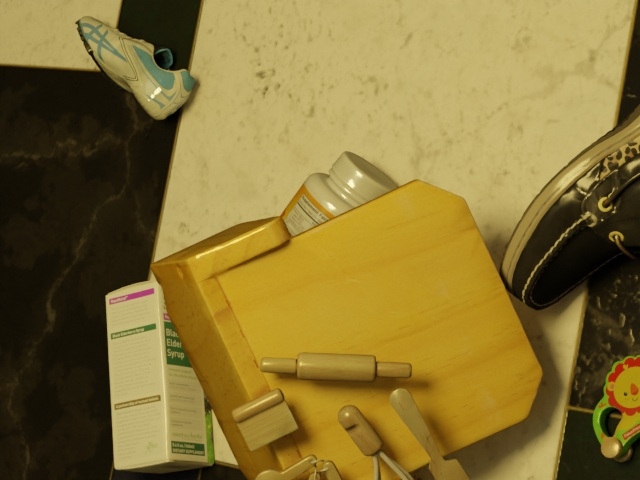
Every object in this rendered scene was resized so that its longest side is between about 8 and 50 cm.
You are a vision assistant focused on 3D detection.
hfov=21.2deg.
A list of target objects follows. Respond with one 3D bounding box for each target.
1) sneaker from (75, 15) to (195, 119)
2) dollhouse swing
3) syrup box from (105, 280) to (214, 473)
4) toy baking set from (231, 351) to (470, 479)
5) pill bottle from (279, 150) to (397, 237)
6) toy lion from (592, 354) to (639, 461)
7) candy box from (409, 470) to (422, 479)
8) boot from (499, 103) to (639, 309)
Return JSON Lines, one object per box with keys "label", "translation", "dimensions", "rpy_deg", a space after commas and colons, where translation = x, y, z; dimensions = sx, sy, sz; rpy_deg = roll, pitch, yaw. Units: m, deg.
{"label": "sneaker", "translation": [-0.256, -0.247, 2.352], "dimensions": [0.086, 0.085, 0.237], "rpy_deg": [-42, 52, -9]}
{"label": "dollhouse swing", "translation": [0.031, 0.116, 1.980], "dimensions": [0.346, 0.305, 0.315], "rpy_deg": [65, 164, -5]}
{"label": "syrup box", "translation": [-0.208, 0.177, 2.213], "dimensions": [0.096, 0.093, 0.236], "rpy_deg": [-14, 73, 33]}
{"label": "toy baking set", "translation": [0.034, 0.215, 1.847], "dimensions": [0.256, 0.030, 0.196], "rpy_deg": [-2, 100, 2]}
{"label": "pill bottle", "translation": [0.000, 0.000, 2.087], "dimensions": [0.117, 0.117, 0.215], "rpy_deg": [46, 107, 33]}
{"label": "toy lion", "translation": [0.338, 0.178, 1.868], "dimensions": [0.100, 0.034, 0.096], "rpy_deg": [-39, 54, 23]}
{"label": "candy box", "translation": [0.022, 0.341, 2.013], "dimensions": [0.206, 0.105, 0.027], "rpy_deg": [-33, 92, 25]}
{"label": "boot", "translation": [0.392, 0.006, 1.804], "dimensions": [0.377, 0.138, 0.284], "rpy_deg": [-43, 59, 14]}
